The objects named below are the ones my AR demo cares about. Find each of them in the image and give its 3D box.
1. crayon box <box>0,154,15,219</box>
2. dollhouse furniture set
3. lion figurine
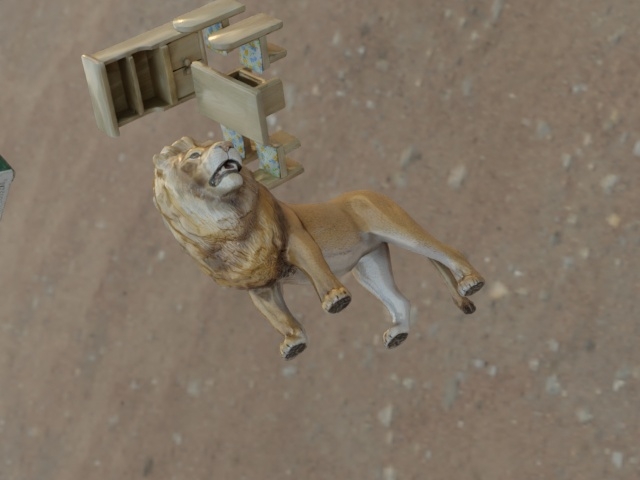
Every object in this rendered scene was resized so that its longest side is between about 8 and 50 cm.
[{"bbox_3d":[-0.577,-0.012,1.703,0.081,0.318,0.202,46,130,25],"label":"crayon box"},{"bbox_3d":[-0.163,-0.181,1.631,0.242,0.161,0.212,30,138,43],"label":"dollhouse furniture set"},{"bbox_3d":[0.000,0.000,1.428,0.142,0.392,0.240,-50,57,25],"label":"lion figurine"}]
